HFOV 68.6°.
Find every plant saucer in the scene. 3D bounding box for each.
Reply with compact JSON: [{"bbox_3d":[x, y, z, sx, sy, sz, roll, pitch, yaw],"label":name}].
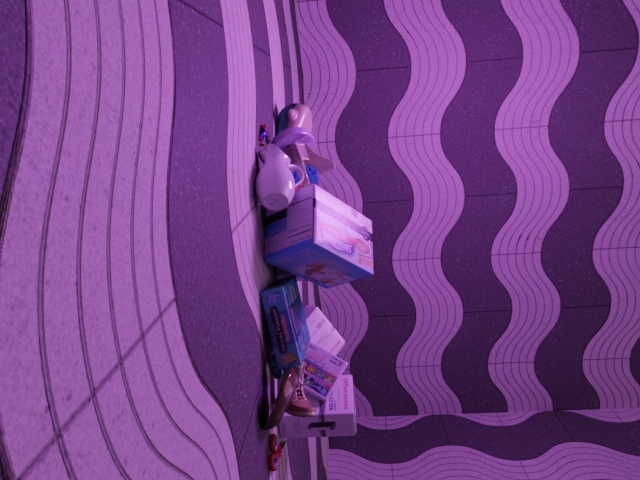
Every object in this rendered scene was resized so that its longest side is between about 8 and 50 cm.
[{"bbox_3d":[-0.111,0.484,1.422,0.199,0.036,0.198,-63,175,-10],"label":"plant saucer"}]

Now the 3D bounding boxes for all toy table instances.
[{"bbox_3d":[-0.083,-0.310,1.833,0.274,0.252,0.161,29,40,-71],"label":"toy table"}]

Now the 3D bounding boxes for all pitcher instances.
[{"bbox_3d":[-0.124,-0.192,1.521,0.125,0.177,0.207,-42,-141,39],"label":"pitcher"}]

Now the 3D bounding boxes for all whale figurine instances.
[{"bbox_3d":[-0.140,-0.473,2.020,0.216,0.141,0.272,81,31,-51],"label":"whale figurine"}]

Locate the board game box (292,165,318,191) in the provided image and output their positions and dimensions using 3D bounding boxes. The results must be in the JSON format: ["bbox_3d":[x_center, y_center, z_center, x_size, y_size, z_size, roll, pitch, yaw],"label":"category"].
[{"bbox_3d":[-0.086,-0.256,2.157,0.047,0.160,0.210,-68,154,-80],"label":"board game box"}]

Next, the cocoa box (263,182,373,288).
[{"bbox_3d":[0.000,0.000,1.654,0.347,0.231,0.228,29,51,-44],"label":"cocoa box"}]

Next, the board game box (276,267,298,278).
[{"bbox_3d":[-0.115,0.085,1.848,0.154,0.103,0.026,-90,174,-49],"label":"board game box"}]

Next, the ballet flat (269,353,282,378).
[{"bbox_3d":[-0.153,0.411,1.559,0.041,0.041,0.114,-87,173,-57],"label":"ballet flat"}]

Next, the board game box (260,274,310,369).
[{"bbox_3d":[-0.114,0.268,1.624,0.336,0.079,0.254,-21,98,-85],"label":"board game box"}]

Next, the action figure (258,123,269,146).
[{"bbox_3d":[-0.196,-0.372,1.632,0.115,0.030,0.038,-92,171,-45],"label":"action figure"}]

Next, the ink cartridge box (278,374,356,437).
[{"bbox_3d":[-0.009,0.605,1.718,0.197,0.272,0.114,-86,173,-63],"label":"ink cartridge box"}]

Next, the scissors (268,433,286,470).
[{"bbox_3d":[-0.142,0.717,1.577,0.297,0.021,0.109,81,4,-63],"label":"scissors"}]

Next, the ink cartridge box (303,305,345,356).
[{"bbox_3d":[-0.022,0.396,1.912,0.218,0.158,0.092,53,-28,-20],"label":"ink cartridge box"}]

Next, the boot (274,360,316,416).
[{"bbox_3d":[-0.075,0.481,1.542,0.213,0.077,0.165,-5,-108,58],"label":"boot"}]

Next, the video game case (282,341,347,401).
[{"bbox_3d":[-0.026,0.473,1.732,0.183,0.201,0.023,-49,161,-45],"label":"video game case"}]

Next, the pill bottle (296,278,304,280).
[{"bbox_3d":[-0.095,0.079,2.122,0.108,0.108,0.193,83,5,-46],"label":"pill bottle"}]
